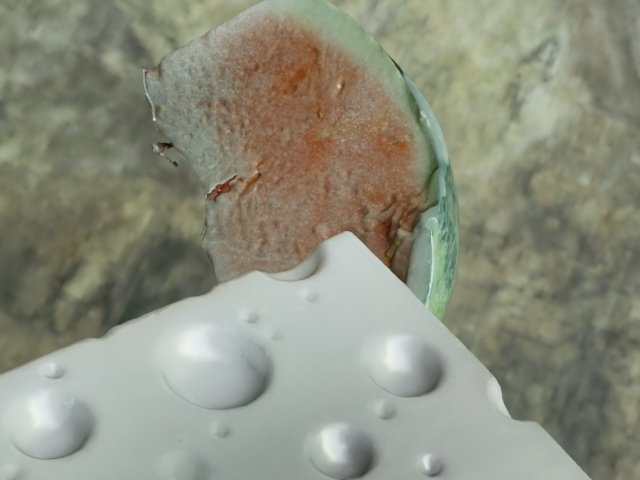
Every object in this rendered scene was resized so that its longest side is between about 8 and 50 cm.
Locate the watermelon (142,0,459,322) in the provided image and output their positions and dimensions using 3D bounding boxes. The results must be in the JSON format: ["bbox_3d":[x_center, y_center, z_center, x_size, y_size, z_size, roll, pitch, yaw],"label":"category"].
[{"bbox_3d":[0.000,0.000,1.165,0.180,0.305,0.224,-14,-18,-20],"label":"watermelon"}]

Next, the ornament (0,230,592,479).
[{"bbox_3d":[-0.025,0.186,0.833,0.239,0.240,0.240,47,-35,33],"label":"ornament"}]
